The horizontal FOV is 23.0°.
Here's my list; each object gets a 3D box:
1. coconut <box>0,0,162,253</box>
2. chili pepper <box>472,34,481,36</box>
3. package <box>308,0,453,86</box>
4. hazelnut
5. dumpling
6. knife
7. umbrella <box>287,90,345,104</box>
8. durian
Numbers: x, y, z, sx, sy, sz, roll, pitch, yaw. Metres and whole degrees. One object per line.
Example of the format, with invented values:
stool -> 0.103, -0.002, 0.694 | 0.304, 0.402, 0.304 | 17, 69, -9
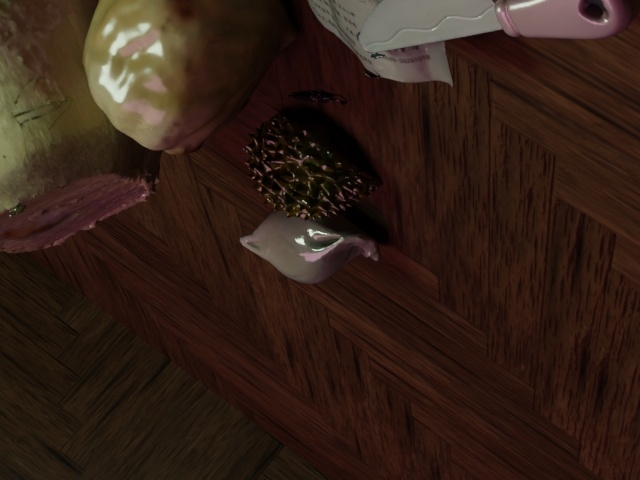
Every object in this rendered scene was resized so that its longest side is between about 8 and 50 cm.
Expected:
coconut -> -0.412, -0.180, 2.017 | 0.404, 0.404, 0.404 | 36, 162, 14
chili pepper -> 0.132, -0.223, 1.535 | 0.118, 0.035, 0.055 | 35, 154, 51
package -> 0.025, -0.268, 1.569 | 0.251, 0.062, 0.204 | 32, 151, 44
hazelnut -> -0.148, -0.237, 1.829 | 0.241, 0.261, 0.261 | 10, 163, -7
dumpling -> 0.000, 0.000, 2.207 | 0.151, 0.124, 0.229 | 6, -178, -44
knife -> 0.139, -0.208, 1.423 | 0.336, 0.043, 0.081 | -1, 130, 46
umbrella -> -0.010, -0.178, 1.957 | 0.022, 0.013, 0.122 | 27, 172, -37
durian -> -0.031, -0.100, 2.011 | 0.186, 0.119, 0.108 | 37, 166, 18
